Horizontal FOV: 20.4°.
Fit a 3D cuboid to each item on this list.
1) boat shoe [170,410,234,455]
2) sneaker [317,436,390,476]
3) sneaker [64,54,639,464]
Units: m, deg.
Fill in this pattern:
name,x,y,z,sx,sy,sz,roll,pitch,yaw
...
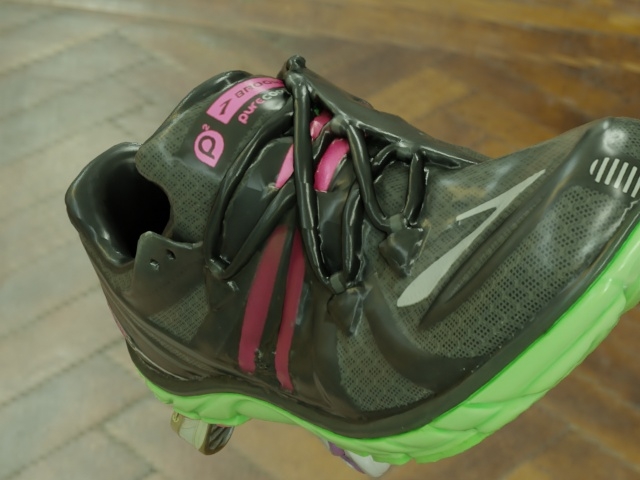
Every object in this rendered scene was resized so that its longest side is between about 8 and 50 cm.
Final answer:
name,x,y,z,sx,sy,sz,roll,pitch,yaw
boat shoe,-0.075,0.085,1.280,0.045,0.135,0.050,23,7,27
sneaker,0.035,0.094,1.690,0.152,0.305,0.114,-27,31,-13
sneaker,0.000,0.000,0.997,0.483,0.202,0.185,-9,34,50
